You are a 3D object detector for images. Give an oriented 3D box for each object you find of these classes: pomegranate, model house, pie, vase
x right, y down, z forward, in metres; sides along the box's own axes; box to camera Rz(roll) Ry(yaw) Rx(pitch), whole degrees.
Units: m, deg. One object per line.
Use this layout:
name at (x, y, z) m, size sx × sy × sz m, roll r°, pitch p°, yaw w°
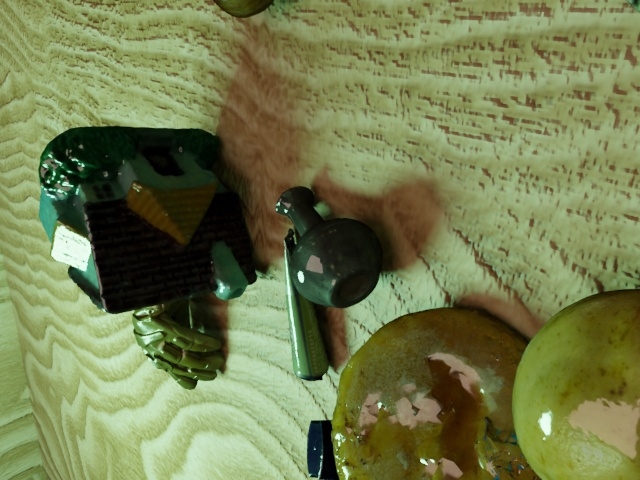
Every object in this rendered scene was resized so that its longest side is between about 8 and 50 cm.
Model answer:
pomegranate at (0.241, 0.133, 0.379) m, size 0.196 × 0.196 × 0.196 m, roll 17°, pitch 115°, yaw 42°
model house at (-0.247, -0.010, 0.762) m, size 0.249 × 0.280 × 0.230 m, roll 51°, pitch 131°, yaw 27°
pie at (0.118, 0.198, 0.528) m, size 0.273 × 0.069 × 0.273 m, roll -16°, pitch 61°, yaw 32°
vase at (0.000, 0.000, 0.646) m, size 0.183 × 0.120 × 0.120 m, roll 54°, pitch 136°, yaw 38°

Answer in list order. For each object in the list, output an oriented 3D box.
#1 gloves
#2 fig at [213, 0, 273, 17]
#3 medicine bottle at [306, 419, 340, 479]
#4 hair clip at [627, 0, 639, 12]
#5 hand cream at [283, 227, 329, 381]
gloves at (-0.298, 0.147, 0.974) m, size 0.154 × 0.141 × 0.331 m, roll -1°, pitch 102°, yaw 45°
fig at (-0.071, -0.401, 0.574) m, size 0.274 × 0.145 × 0.170 m, roll -40°, pitch 75°, yaw 31°
medicine bottle at (0.102, 0.265, 0.615) m, size 0.258 × 0.124 × 0.079 m, roll -19°, pitch 59°, yaw 45°
hair clip at (0.172, -0.259, 0.379) m, size 0.292 × 0.084 × 0.106 m, roll 50°, pitch 176°, yaw 26°
hand cream at (-0.030, 0.103, 0.738) m, size 0.055 × 0.086 × 0.235 m, roll -10°, pitch 102°, yaw 3°
